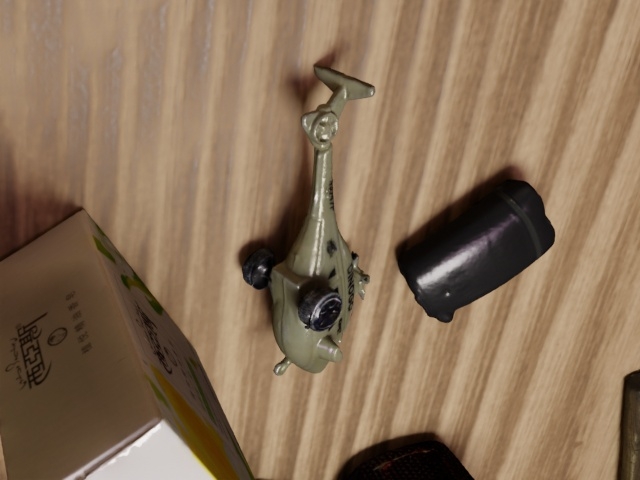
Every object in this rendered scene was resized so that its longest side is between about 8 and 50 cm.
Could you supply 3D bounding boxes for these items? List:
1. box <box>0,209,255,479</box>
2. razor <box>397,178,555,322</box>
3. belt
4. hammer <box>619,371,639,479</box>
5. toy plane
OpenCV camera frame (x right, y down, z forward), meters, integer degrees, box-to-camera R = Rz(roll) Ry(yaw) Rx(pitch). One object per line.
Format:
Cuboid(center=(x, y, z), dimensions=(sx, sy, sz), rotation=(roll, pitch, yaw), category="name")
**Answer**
Cuboid(center=(-0.143, 0.129, 0.684), dimensions=(0.111, 0.260, 0.194), rotation=(-32, 130, -1), category="box")
Cuboid(center=(0.146, 0.011, 0.872), dimensions=(0.148, 0.054, 0.090), rotation=(-34, 126, -1), category="razor")
Cuboid(center=(0.116, 0.370, 1.034), dimensions=(0.184, 0.164, 0.289), rotation=(-22, 131, -17), category="belt")
Cuboid(center=(0.414, 0.338, 1.231), dimensions=(0.168, 0.044, 0.439), rotation=(-19, 128, -15), category="hammer")
Cuboid(center=(0.000, 0.000, 0.781), dimensions=(0.108, 0.092, 0.286), rotation=(-28, 134, -33), category="toy plane")
